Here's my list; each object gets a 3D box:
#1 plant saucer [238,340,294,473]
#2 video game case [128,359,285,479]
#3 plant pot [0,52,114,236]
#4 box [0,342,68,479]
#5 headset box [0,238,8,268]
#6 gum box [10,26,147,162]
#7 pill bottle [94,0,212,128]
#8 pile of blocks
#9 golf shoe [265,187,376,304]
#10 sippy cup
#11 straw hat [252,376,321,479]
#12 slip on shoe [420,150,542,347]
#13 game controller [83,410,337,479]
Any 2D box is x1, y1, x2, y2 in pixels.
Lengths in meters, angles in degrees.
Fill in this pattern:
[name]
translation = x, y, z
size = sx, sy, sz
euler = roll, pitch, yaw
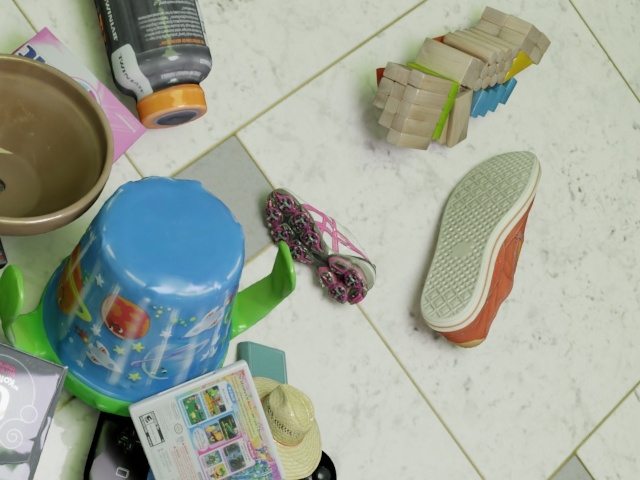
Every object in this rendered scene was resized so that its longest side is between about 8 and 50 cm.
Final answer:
[plant saucer]
translation = -0.065, 0.206, 1.683
size = 0.067, 0.018, 0.192
euler = 18, 44, -25
[video game case]
translation = -0.128, 0.232, 1.558
size = 0.143, 0.019, 0.157
euler = -22, 109, -12
[plant pot]
translation = -0.361, -0.090, 1.549
size = 0.237, 0.109, 0.237
euler = 11, 54, -15
[box]
translation = -0.392, 0.189, 1.409
size = 0.165, 0.270, 0.143
euler = 24, 66, -21
[headset box]
translation = -0.408, 0.006, 1.594
size = 0.062, 0.032, 0.083
euler = -14, 81, -31
[gum box]
translation = -0.322, -0.161, 1.672
size = 0.188, 0.062, 0.107
euler = 46, 59, -9
[pill bottle]
translation = -0.212, -0.268, 1.723
size = 0.130, 0.130, 0.245
euler = -9, 80, -30
[pile of blocks]
translation = 0.183, -0.234, 1.959
size = 0.113, 0.149, 0.362
euler = 30, 41, 31
[golf shoe]
translation = 0.000, 0.000, 1.806
size = 0.186, 0.067, 0.086
euler = 49, 33, -7
[sippy cup]
translation = -0.191, 0.050, 1.551
size = 0.240, 0.224, 0.305
euler = 40, 51, 7
[straw hat]
translation = -0.040, 0.210, 1.635
size = 0.144, 0.061, 0.144
euler = 22, 42, -22
[slip on shoe]
translation = 0.231, 0.007, 1.907
size = 0.101, 0.123, 0.331
euler = 56, 46, -41
[game controller]
translation = -0.128, 0.288, 1.633
size = 0.319, 0.067, 0.166
euler = 23, 53, -20
